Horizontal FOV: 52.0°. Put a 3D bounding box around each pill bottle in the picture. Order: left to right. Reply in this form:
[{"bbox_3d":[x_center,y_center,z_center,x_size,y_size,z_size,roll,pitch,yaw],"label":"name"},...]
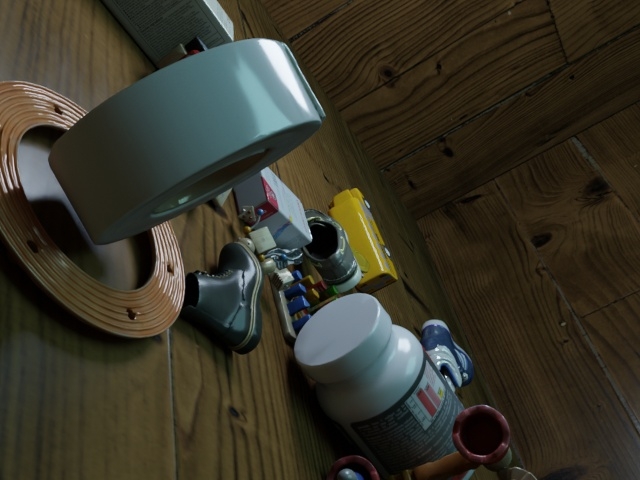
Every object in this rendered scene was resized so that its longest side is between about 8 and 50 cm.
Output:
[{"bbox_3d":[0.121,0.282,1.176,0.362,0.210,0.210,55,15,-24],"label":"pill bottle"}]

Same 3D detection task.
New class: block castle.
[{"bbox_3d":[0.209,0.489,0.910,0.213,0.303,0.453,53,15,-53],"label":"block castle"}]

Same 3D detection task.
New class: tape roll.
[{"bbox_3d":[-0.142,-0.104,0.722,0.100,0.286,0.286,61,14,-1],"label":"tape roll"}]

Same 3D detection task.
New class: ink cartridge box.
[{"bbox_3d":[-0.100,-0.066,1.355,0.175,0.072,0.127,45,21,-48],"label":"ink cartridge box"}]

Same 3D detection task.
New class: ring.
[{"bbox_3d":[-0.275,-0.034,0.769,0.336,0.032,0.336,54,16,-24],"label":"ring"}]

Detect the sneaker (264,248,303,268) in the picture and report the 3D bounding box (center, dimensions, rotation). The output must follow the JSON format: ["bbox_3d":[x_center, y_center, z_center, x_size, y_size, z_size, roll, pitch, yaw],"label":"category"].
[{"bbox_3d":[-0.081,0.037,1.313,0.109,0.044,0.040,2,85,-57],"label":"sneaker"}]

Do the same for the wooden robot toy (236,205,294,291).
[{"bbox_3d":[-0.123,0.020,1.177,0.079,0.076,0.173,-22,82,-40],"label":"wooden robot toy"}]

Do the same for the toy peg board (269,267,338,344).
[{"bbox_3d":[-0.014,0.131,1.266,0.160,0.079,0.161,45,21,-49],"label":"toy peg board"}]

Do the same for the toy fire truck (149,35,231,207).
[{"bbox_3d":[-0.197,-0.208,1.199,0.217,0.159,0.246,43,12,-52],"label":"toy fire truck"}]

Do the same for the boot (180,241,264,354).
[{"bbox_3d":[-0.150,0.054,0.962,0.137,0.077,0.197,41,23,-42],"label":"boot"}]

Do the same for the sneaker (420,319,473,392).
[{"bbox_3d":[0.411,0.435,2.119,0.322,0.130,0.236,58,23,-31],"label":"sneaker"}]

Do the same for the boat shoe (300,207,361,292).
[{"bbox_3d":[0.004,-0.002,1.447,0.091,0.109,0.305,60,0,-33],"label":"boat shoe"}]

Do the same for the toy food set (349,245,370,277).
[{"bbox_3d":[0.055,0.062,1.692,0.128,0.071,0.218,37,12,2],"label":"toy food set"}]

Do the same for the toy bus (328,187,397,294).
[{"bbox_3d":[0.114,-0.008,1.928,0.130,0.108,0.332,36,29,-57],"label":"toy bus"}]

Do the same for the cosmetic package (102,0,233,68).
[{"bbox_3d":[-0.314,-0.471,1.218,0.309,0.160,0.113,53,15,-33],"label":"cosmetic package"}]
